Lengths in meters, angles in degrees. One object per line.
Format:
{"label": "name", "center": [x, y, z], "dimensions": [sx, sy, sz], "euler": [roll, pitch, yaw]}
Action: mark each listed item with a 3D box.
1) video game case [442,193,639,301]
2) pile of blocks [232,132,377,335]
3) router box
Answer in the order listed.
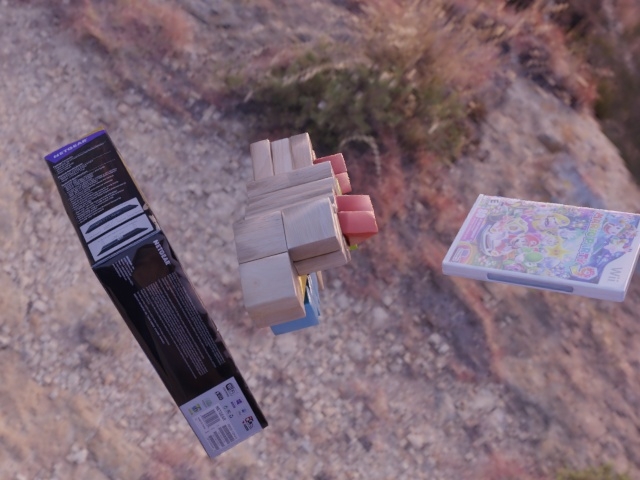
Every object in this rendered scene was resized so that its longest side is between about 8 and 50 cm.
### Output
{"label": "video game case", "center": [0.154, 0.003, 0.750], "dimensions": [0.122, 0.011, 0.087], "euler": [9, 39, 24]}
{"label": "pile of blocks", "center": [0.000, 0.000, 1.021], "dimensions": [0.362, 0.112, 0.149], "euler": [-89, 164, -71]}
{"label": "router box", "center": [-0.183, 0.058, 1.225], "dimensions": [0.081, 0.309, 0.243], "euler": [-29, 39, -8]}
